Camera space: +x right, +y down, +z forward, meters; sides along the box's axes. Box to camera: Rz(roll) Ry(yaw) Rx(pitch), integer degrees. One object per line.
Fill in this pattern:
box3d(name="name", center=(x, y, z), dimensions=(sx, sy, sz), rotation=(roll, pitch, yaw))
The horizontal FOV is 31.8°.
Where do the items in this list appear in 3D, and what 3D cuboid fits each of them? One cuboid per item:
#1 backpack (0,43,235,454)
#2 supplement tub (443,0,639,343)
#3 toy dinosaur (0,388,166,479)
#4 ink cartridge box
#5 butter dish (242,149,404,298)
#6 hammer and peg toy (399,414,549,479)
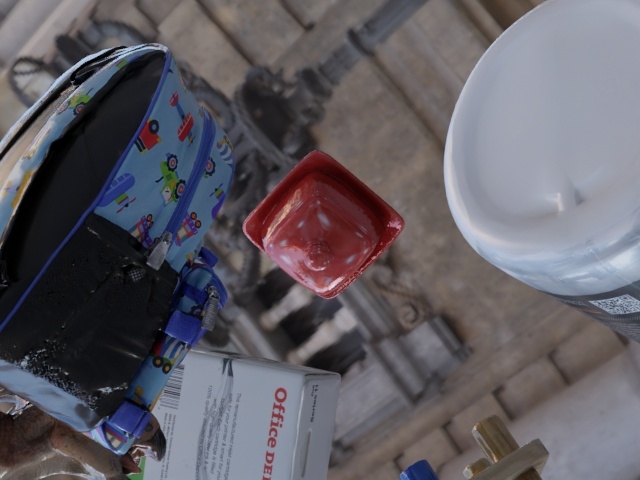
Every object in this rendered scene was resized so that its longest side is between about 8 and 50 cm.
box3d(name="backpack", center=(-0.109, -0.005, 0.545), dimensions=(0.117, 0.158, 0.173), rotation=(38, -106, -28))
box3d(name="supplement tub", center=(0.264, -0.022, 0.793), dimensions=(0.338, 0.207, 0.207), rotation=(26, -144, -38))
box3d(name="toy dinosaur", center=(-0.244, 0.071, 0.663), dimensions=(0.200, 0.127, 0.295), rotation=(-54, -55, -36))
box3d(name="ink cartridge box", center=(-0.095, 0.187, 1.112), dimensions=(0.087, 0.208, 0.153), rotation=(10, -92, -63))
box3d(name="butter dish", center=(0.000, 0.000, 1.394), dimensions=(0.160, 0.160, 0.118), rotation=(40, -158, -13))
box3d(name="hammer and peg toy", center=(0.090, 0.352, 1.255), dimensions=(0.127, 0.361, 0.266), rotation=(57, 168, 24))
